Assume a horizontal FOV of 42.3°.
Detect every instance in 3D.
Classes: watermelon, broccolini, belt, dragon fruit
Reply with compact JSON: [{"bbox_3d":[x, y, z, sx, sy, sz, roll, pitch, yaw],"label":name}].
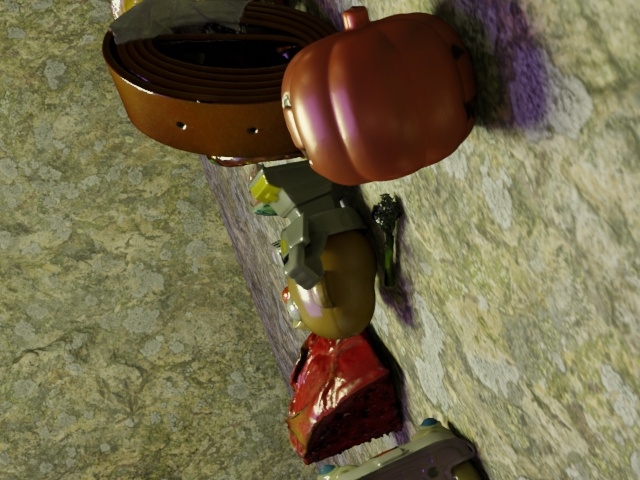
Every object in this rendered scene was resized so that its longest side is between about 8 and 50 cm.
[{"bbox_3d":[-0.151,-0.120,2.049,0.187,0.071,0.139,-176,70,-77],"label":"watermelon"},{"bbox_3d":[0.100,0.004,1.231,0.042,0.044,0.218,45,163,27],"label":"broccolini"},{"bbox_3d":[-0.132,-0.234,1.155,0.122,0.338,0.217,87,-169,-55],"label":"belt"},{"bbox_3d":[0.047,0.286,1.677,0.240,0.302,0.330,40,-161,-26],"label":"dragon fruit"}]

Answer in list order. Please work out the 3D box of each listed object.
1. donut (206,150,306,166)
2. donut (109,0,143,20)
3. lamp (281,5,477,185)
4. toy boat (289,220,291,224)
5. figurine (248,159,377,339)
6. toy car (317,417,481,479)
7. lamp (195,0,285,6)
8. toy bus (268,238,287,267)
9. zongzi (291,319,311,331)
[{"bbox_3d":[-0.079,-0.179,1.302,0.230,0.216,0.096,-97,-1,-76],"label":"donut"},{"bbox_3d":[-0.240,-0.414,1.506,0.107,0.272,0.272,44,155,40],"label":"donut"},{"bbox_3d":[0.054,-0.145,0.799,0.187,0.187,0.164,-145,36,-70],"label":"lamp"},{"bbox_3d":[0.000,0.000,1.563,0.085,0.078,0.260,-48,59,51],"label":"toy boat"},{"bbox_3d":[0.003,0.021,1.339,0.167,0.342,0.285,-28,78,34],"label":"figurine"},{"bbox_3d":[0.150,0.468,1.323,0.226,0.242,0.336,-163,51,-78],"label":"toy car"},{"bbox_3d":[-0.147,-0.392,1.326,0.274,0.177,0.177,173,76,-75],"label":"lamp"},{"bbox_3d":[-0.080,0.029,1.960,0.123,0.075,0.060,-160,50,-75],"label":"toy bus"},{"bbox_3d":[-0.005,0.107,1.835,0.176,0.078,0.160,-29,-53,-69],"label":"zongzi"}]
